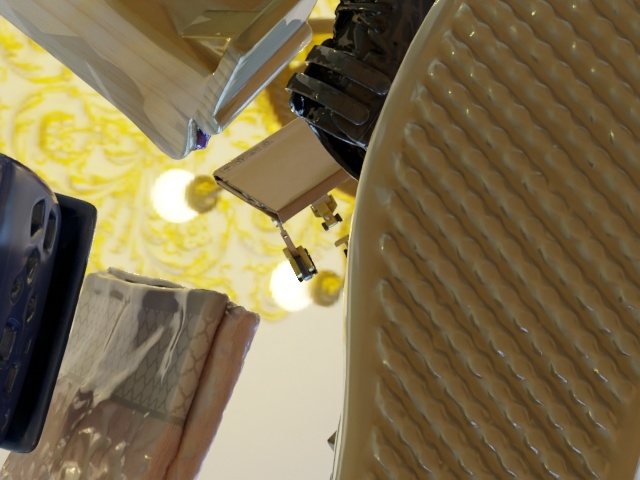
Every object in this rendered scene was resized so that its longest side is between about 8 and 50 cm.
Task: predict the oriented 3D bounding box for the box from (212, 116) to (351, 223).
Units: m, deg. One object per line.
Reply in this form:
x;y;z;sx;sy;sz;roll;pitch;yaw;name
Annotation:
-0.004;-0.101;1.418;0.201;0.164;0.021;-34;-58;-16;box

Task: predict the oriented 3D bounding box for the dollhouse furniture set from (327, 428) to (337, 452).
0.044;0.199;0.785;0.123;0.151;0.144;-44;-59;-23;dollhouse furniture set

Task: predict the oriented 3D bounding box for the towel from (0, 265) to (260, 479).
-0.183;0.174;0.972;0.053;0.332;0.317;27;-100;-24;towel

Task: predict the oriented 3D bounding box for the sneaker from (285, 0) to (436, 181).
0.037;-0.157;0.856;0.147;0.104;0.296;-39;-49;-20;sneaker

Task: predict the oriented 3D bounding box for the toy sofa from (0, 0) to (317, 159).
-0.181;-0.250;1.058;0.362;0.177;0.150;38;-125;2;toy sofa

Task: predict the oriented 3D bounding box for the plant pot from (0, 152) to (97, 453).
-0.309;0.041;0.930;0.212;0.235;0.236;19;-96;-75;plant pot

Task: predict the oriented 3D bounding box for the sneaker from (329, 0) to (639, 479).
0.065;0.046;0.480;0.135;0.150;0.366;18;-97;3;sneaker

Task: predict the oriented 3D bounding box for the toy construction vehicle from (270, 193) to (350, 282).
0.000;0.000;1.351;0.085;0.035;0.098;-28;-110;7;toy construction vehicle
